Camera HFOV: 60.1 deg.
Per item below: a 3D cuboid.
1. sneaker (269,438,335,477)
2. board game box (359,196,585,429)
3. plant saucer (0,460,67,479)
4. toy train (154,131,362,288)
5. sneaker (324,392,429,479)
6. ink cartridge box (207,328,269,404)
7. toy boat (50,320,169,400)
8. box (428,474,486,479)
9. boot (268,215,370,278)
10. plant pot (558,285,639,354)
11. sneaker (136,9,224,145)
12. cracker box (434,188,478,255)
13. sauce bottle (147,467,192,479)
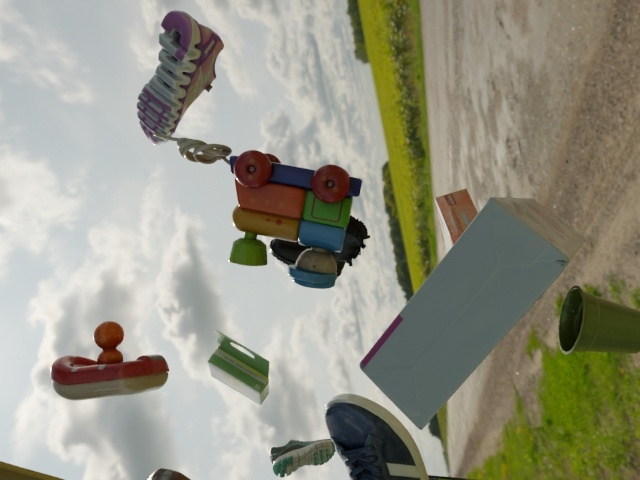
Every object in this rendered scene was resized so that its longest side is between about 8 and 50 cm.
[{"bbox_3d":[-0.043,0.484,1.280,0.076,0.166,0.065,31,121,58],"label":"sneaker"},{"bbox_3d":[0.195,0.064,0.655,0.097,0.224,0.303,43,-159,19],"label":"board game box"},{"bbox_3d":[-0.727,0.614,1.118,0.081,0.333,0.332,134,156,-63],"label":"plant saucer"},{"bbox_3d":[-0.084,-0.034,0.653,0.105,0.248,0.143,-57,-23,-83],"label":"toy train"},{"bbox_3d":[0.098,0.413,0.867,0.350,0.131,0.148,58,-143,-3],"label":"sneaker"},{"bbox_3d":[-0.217,0.341,1.466,0.056,0.171,0.235,-56,-14,-29],"label":"ink cartridge box"},{"bbox_3d":[-0.429,0.238,1.122,0.151,0.231,0.151,33,-131,-74],"label":"toy boat"},{"bbox_3d":[0.319,0.661,1.302,0.060,0.270,0.216,-47,-52,-59],"label":"box"},{"bbox_3d":[0.000,0.000,0.769,0.045,0.121,0.099,-78,16,-49],"label":"boot"},{"bbox_3d":[0.337,0.101,0.657,0.083,0.079,0.083,10,-90,-82],"label":"plant pot"},{"bbox_3d":[-0.232,-0.265,0.941,0.095,0.236,0.104,43,-149,20],"label":"sneaker"},{"bbox_3d":[0.282,0.039,1.056,0.155,0.067,0.232,-99,-10,-45],"label":"cracker box"},{"bbox_3d":[-0.289,0.505,0.793,0.344,0.111,0.111,-60,-37,-49],"label":"sauce bottle"}]
